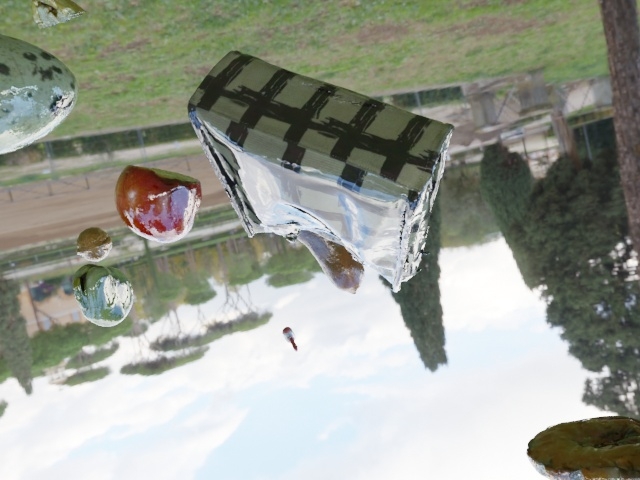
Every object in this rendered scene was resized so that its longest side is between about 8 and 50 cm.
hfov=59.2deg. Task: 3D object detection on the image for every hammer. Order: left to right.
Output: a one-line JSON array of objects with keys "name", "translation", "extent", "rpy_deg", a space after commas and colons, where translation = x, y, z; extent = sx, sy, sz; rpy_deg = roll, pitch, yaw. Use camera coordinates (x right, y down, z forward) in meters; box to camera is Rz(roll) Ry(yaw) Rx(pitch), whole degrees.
[{"name": "hammer", "translation": [-0.080, 0.282, 1.580], "extent": [0.031, 0.052, 0.083], "rpy_deg": [-29, -141, -4]}]

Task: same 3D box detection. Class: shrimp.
[{"name": "shrimp", "translation": [0.462, 0.300, 0.815], "extent": [0.317, 0.062, 0.164], "rpy_deg": [-13, -165, 31]}]

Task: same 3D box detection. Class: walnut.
[{"name": "walnut", "translation": [-0.676, 0.013, 1.677], "extent": [0.105, 0.105, 0.124], "rpy_deg": [-13, -168, -1]}]

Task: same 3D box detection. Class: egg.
[{"name": "egg", "translation": [-0.477, -0.215, 0.826], "extent": [0.228, 0.176, 0.177], "rpy_deg": [-11, -178, -21]}]

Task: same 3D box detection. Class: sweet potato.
[{"name": "sweet potato", "translation": [0.000, -0.002, 1.283], "extent": [0.097, 0.292, 0.097], "rpy_deg": [-41, -177, 3]}]

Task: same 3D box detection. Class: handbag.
[{"name": "handbag", "translation": [0.008, -0.079, 0.810], "extent": [0.325, 0.162, 0.327], "rpy_deg": [24, 155, 16]}]

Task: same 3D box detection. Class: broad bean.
[{"name": "broad bean", "translation": [-0.623, 0.159, 1.626], "extent": [0.100, 0.169, 0.228], "rpy_deg": [9, 165, 30]}]

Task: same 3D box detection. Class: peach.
[{"name": "peach", "translation": [-0.459, -0.114, 1.626], "extent": [0.249, 0.245, 0.275], "rpy_deg": [-17, -175, -18]}]

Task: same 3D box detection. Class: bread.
[{"name": "bread", "translation": [-0.870, -0.770, 1.846], "extent": [0.156, 0.110, 0.103], "rpy_deg": [-15, -152, 2]}]
